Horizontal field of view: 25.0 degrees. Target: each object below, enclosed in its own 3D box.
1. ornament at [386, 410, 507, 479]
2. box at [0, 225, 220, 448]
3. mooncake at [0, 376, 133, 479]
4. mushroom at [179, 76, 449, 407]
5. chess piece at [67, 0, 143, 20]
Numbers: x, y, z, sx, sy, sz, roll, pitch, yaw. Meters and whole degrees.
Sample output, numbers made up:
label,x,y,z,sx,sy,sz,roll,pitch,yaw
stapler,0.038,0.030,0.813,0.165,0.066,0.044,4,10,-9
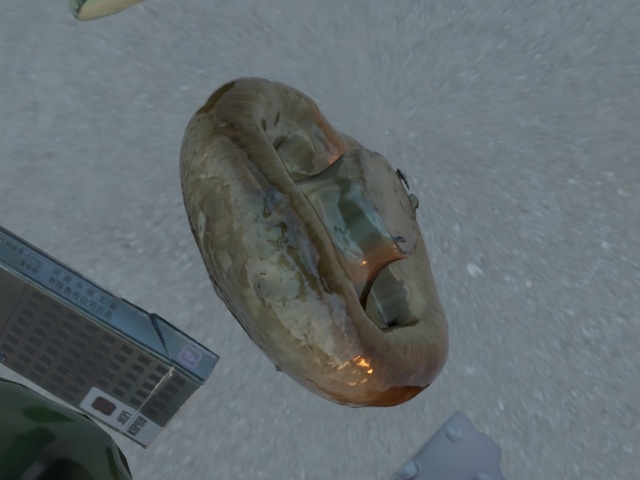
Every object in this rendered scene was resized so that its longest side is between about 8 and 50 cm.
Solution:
label,x,y,z,sx,sy,sz,roll,pitch,yaw
ornament,0.089,0.342,1.226,0.240,0.239,0.240,43,130,8
box,-0.279,0.087,1.476,0.324,0.180,0.047,31,52,-8
mooncake,-0.142,0.169,0.241,0.187,0.351,0.351,34,95,-23
mushroom,0.000,0.000,1.048,0.146,0.278,0.278,-33,92,21
chess piece,-0.202,-0.322,1.175,0.144,0.144,0.251,-30,90,4
